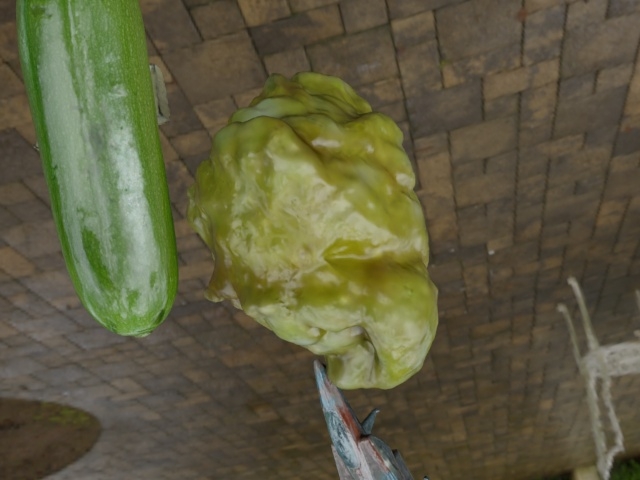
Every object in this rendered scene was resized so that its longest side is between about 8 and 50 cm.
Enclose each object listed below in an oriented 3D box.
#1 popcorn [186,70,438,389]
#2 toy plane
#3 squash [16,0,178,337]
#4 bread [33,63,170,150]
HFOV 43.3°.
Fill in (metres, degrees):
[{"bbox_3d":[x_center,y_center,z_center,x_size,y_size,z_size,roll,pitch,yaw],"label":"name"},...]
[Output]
[{"bbox_3d":[0.007,-0.011,0.886,0.293,0.292,0.334,-59,-179,13],"label":"popcorn"},{"bbox_3d":[0.067,0.269,0.884,0.223,0.326,0.104,-18,-175,32],"label":"toy plane"},{"bbox_3d":[-0.178,-0.105,0.637,0.102,0.378,0.101,-6,-173,1],"label":"squash"},{"bbox_3d":[-0.239,-0.142,0.874,0.154,0.068,0.028,-13,164,9],"label":"bread"}]
